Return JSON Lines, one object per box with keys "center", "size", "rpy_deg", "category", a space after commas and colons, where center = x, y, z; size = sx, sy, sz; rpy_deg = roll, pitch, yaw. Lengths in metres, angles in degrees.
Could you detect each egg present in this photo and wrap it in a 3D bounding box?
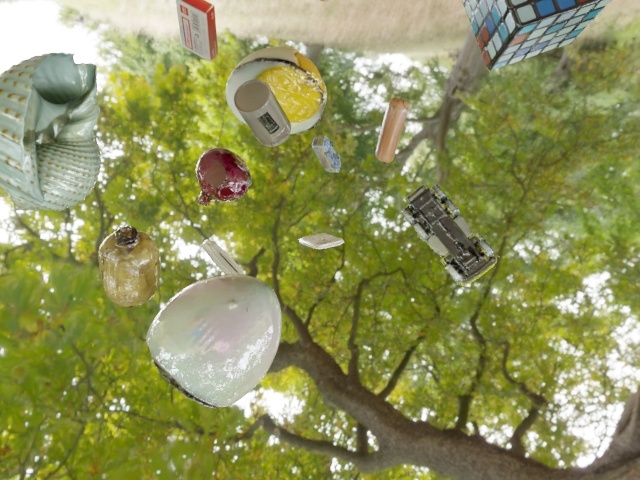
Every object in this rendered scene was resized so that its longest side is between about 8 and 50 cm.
{"center": [-0.144, -0.521, 1.747], "size": [0.337, 0.337, 0.200], "rpy_deg": [12, -129, -16], "category": "egg"}
{"center": [-0.271, 0.248, 1.522], "size": [0.354, 0.339, 0.354], "rpy_deg": [41, -175, -4], "category": "egg"}

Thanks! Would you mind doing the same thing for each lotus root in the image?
{"center": [-0.532, 0.069, 1.463], "size": [0.160, 0.284, 0.146], "rpy_deg": [-14, -129, -26], "category": "lotus root"}

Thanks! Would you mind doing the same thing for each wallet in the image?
{"center": [0.000, 0.000, 1.959], "size": [0.124, 0.031, 0.183], "rpy_deg": [-11, -169, -22], "category": "wallet"}

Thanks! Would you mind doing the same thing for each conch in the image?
{"center": [-0.579, -0.219, 1.053], "size": [0.215, 0.318, 0.303], "rpy_deg": [3, 179, 1], "category": "conch"}

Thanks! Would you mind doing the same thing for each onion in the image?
{"center": [-0.343, -0.195, 1.710], "size": [0.195, 0.218, 0.140], "rpy_deg": [52, -164, 15], "category": "onion"}

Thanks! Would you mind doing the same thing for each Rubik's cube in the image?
{"center": [0.381, -0.451, 0.954], "size": [0.184, 0.182, 0.187], "rpy_deg": [-19, 174, -1], "category": "Rubik's cube"}

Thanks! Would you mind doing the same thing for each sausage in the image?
{"center": [0.286, -0.442, 2.114], "size": [0.086, 0.289, 0.086], "rpy_deg": [6, -135, -6], "category": "sausage"}

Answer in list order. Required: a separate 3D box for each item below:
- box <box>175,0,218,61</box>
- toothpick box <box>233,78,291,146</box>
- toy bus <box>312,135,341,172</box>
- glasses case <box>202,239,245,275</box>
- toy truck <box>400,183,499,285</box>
{"center": [-0.409, -0.706, 1.741], "size": [0.123, 0.229, 0.050], "rpy_deg": [30, -114, 6], "category": "box"}
{"center": [-0.160, -0.354, 1.468], "size": [0.111, 0.111, 0.180], "rpy_deg": [29, 170, 23], "category": "toothpick box"}
{"center": [0.028, -0.355, 2.179], "size": [0.075, 0.064, 0.190], "rpy_deg": [2, 153, 22], "category": "toy bus"}
{"center": [-0.334, 0.077, 1.826], "size": [0.204, 0.051, 0.081], "rpy_deg": [51, 158, -22], "category": "glasses case"}
{"center": [0.329, -0.015, 1.339], "size": [0.272, 0.124, 0.157], "rpy_deg": [55, -166, 19], "category": "toy truck"}
